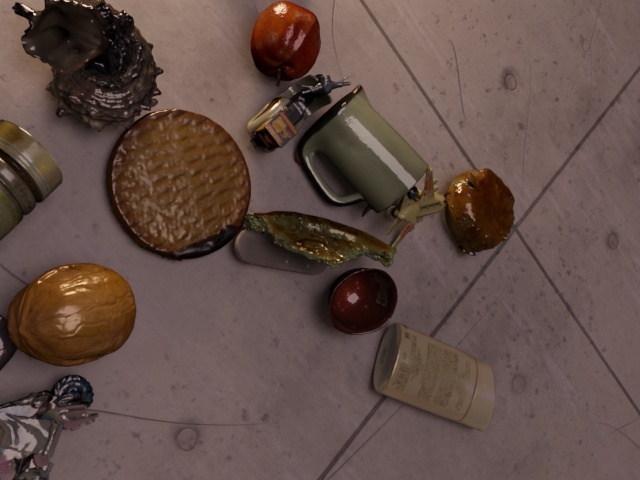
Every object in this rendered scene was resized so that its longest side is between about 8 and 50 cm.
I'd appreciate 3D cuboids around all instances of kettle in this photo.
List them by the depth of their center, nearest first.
[{"bbox_3d":[0.085,-0.188,1.786,0.240,0.165,0.255,-44,101,2],"label":"kettle"}]

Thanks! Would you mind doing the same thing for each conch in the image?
[{"bbox_3d":[-0.438,-0.339,1.477,0.241,0.186,0.313,-53,130,-19],"label":"conch"}]

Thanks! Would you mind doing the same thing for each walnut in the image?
[{"bbox_3d":[-0.439,0.130,1.382,0.225,0.193,0.193,-10,89,-49],"label":"walnut"}]

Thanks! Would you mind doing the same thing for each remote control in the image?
[{"bbox_3d":[-0.083,0.027,1.712,0.244,0.022,0.077,12,78,-37],"label":"remote control"}]

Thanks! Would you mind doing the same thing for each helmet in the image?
[{"bbox_3d":[0.076,0.131,1.765,0.175,0.106,0.155,-29,113,-19],"label":"helmet"}]

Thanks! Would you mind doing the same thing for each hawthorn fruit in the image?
[{"bbox_3d":[-0.080,-0.420,1.708,0.156,0.157,0.194,23,67,-28],"label":"hawthorn fruit"}]

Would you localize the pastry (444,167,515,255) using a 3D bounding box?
[{"bbox_3d":[0.413,-0.071,2.010,0.218,0.100,0.229,23,67,-32],"label":"pastry"}]

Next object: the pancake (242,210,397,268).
[{"bbox_3d":[0.002,-0.005,1.690,0.376,0.197,0.054,9,119,-27],"label":"pancake"}]

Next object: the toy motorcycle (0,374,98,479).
[{"bbox_3d":[-0.499,0.362,1.368,0.239,0.108,0.204,-18,86,-21],"label":"toy motorcycle"}]

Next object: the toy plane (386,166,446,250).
[{"bbox_3d":[0.236,-0.086,1.882,0.092,0.229,0.244,32,29,17],"label":"toy plane"}]

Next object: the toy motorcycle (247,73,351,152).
[{"bbox_3d":[-0.053,-0.290,1.710,0.263,0.157,0.091,-47,110,-26],"label":"toy motorcycle"}]

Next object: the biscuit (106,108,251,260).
[{"bbox_3d":[-0.288,-0.117,1.606,0.317,0.040,0.318,5,81,-34],"label":"biscuit"}]

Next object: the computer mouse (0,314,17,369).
[{"bbox_3d":[-0.627,0.224,1.335,0.120,0.057,0.232,45,65,-23],"label":"computer mouse"}]

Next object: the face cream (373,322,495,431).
[{"bbox_3d":[0.290,0.335,1.888,0.348,0.081,0.174,25,72,-28],"label":"face cream"}]

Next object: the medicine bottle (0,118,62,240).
[{"bbox_3d":[-0.609,-0.046,1.325,0.151,0.151,0.322,48,62,-18],"label":"medicine bottle"}]
